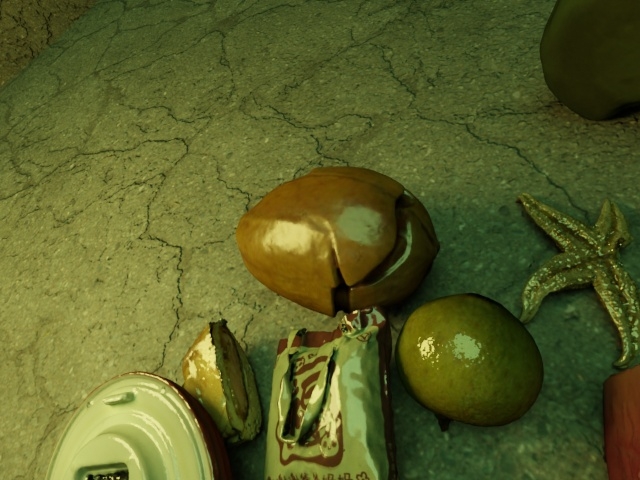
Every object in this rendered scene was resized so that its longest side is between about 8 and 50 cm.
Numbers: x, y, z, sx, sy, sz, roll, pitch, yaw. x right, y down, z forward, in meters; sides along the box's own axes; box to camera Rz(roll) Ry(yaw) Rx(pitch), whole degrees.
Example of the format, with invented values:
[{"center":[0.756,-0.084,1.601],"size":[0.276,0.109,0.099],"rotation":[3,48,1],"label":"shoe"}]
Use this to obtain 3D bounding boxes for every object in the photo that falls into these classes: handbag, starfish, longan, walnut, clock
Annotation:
[{"center":[0.012,0.213,0.491],"size":[0.213,0.127,0.235],"rotation":[-29,45,38],"label":"handbag"},{"center":[0.329,0.032,0.532],"size":[0.138,0.050,0.247],"rotation":[1,56,24],"label":"starfish"},{"center":[0.166,0.147,0.474],"size":[0.145,0.176,0.154],"rotation":[-6,19,-34],"label":"longan"},{"center":[0.000,0.000,0.593],"size":[0.336,0.209,0.209],"rotation":[7,61,39],"label":"walnut"},{"center":[-0.244,0.327,0.498],"size":[0.318,0.080,0.319],"rotation":[-10,67,25],"label":"clock"}]

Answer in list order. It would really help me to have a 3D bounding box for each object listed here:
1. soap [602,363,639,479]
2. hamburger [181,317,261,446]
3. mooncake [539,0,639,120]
[{"center":[0.313,0.235,0.299],"size":[0.127,0.220,0.325],"rotation":[4,61,18],"label":"soap"},{"center":[-0.150,0.210,0.587],"size":[0.102,0.087,0.176],"rotation":[-35,62,19],"label":"hamburger"},{"center":[0.482,-0.290,0.520],"size":[0.351,0.351,0.187],"rotation":[25,81,32],"label":"mooncake"}]
